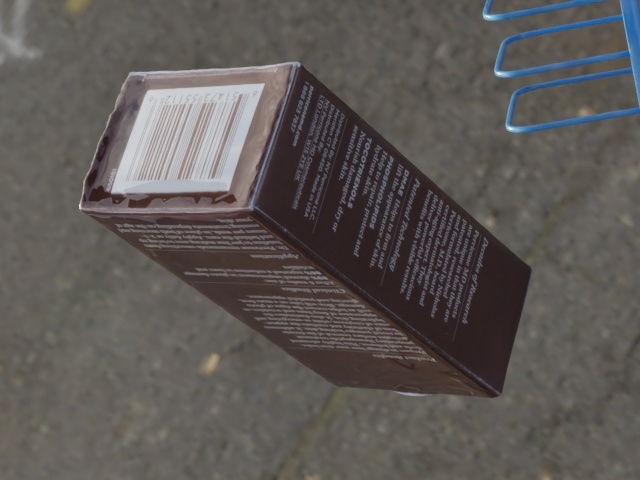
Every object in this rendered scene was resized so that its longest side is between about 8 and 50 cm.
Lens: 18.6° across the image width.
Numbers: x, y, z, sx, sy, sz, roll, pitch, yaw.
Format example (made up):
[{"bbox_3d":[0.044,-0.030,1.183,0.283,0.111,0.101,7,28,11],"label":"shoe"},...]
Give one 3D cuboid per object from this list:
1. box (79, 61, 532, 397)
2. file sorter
[{"bbox_3d":[0.000,0.000,1.657,0.191,0.381,0.143,1,63,38],"label":"box"},{"bbox_3d":[0.162,-0.169,1.310,0.104,0.170,0.118,-10,18,13],"label":"file sorter"}]
